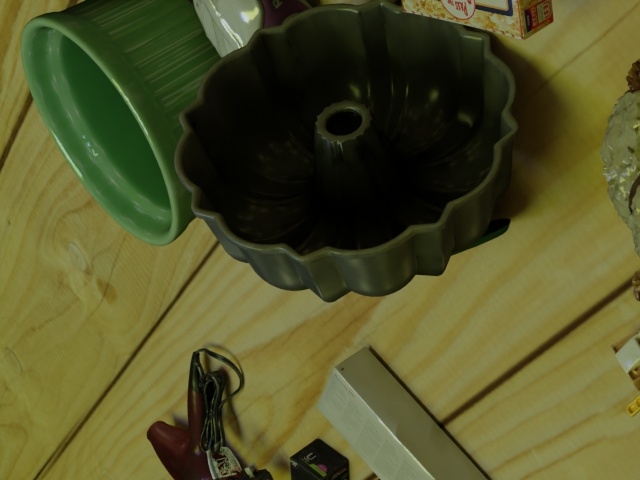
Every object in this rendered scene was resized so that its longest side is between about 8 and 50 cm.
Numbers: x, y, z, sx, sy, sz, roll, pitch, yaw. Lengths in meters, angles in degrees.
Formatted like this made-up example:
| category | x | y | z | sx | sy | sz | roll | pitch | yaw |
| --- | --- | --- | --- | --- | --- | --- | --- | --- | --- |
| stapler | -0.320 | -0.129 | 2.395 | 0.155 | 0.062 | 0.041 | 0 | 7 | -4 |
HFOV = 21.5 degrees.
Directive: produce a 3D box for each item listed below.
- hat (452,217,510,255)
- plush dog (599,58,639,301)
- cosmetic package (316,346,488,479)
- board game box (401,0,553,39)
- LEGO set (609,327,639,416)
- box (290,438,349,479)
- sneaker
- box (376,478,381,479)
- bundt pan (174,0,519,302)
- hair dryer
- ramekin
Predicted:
| category | x | y | z | sx | sy | sz | roll | pitch | yaw |
| --- | --- | --- | --- | --- | --- | --- | --- | --- | --- |
| hat | 0.070 | -0.067 | 1.697 | 0.208 | 0.173 | 0.183 | -16 | 95 | 46 |
| plush dog | 0.308 | -0.035 | 1.390 | 0.225 | 0.210 | 0.262 | -119 | 22 | -46 |
| cosmetic package | 0.102 | 0.247 | 2.002 | 0.239 | 0.060 | 0.099 | 47 | 148 | 18 |
| board game box | 0.123 | -0.281 | 1.455 | 0.147 | 0.045 | 0.193 | 21 | 133 | 42 |
| LEGO set | 0.388 | 0.183 | 1.552 | 0.287 | 0.107 | 0.132 | 23 | 99 | 50 |
| box | -0.001 | 0.315 | 2.211 | 0.062 | 0.052 | 0.083 | 32 | 138 | 35 |
| sneaker | -0.103 | -0.290 | 1.788 | 0.152 | 0.114 | 0.305 | 6 | 121 | 52 |
| box | 0.149 | 0.418 | 2.082 | 0.232 | 0.059 | 0.183 | 33 | 139 | 36 |
| bundt pan | 0.033 | -0.076 | 1.613 | 0.331 | 0.331 | 0.124 | 35 | 157 | 34 |
| hair dryer | -0.160 | 0.274 | 2.407 | 0.293 | 0.080 | 0.223 | -24 | 80 | 53 |
| ramekin | -0.204 | -0.159 | 1.974 | 0.303 | 0.148 | 0.303 | 43 | 154 | 27 |
